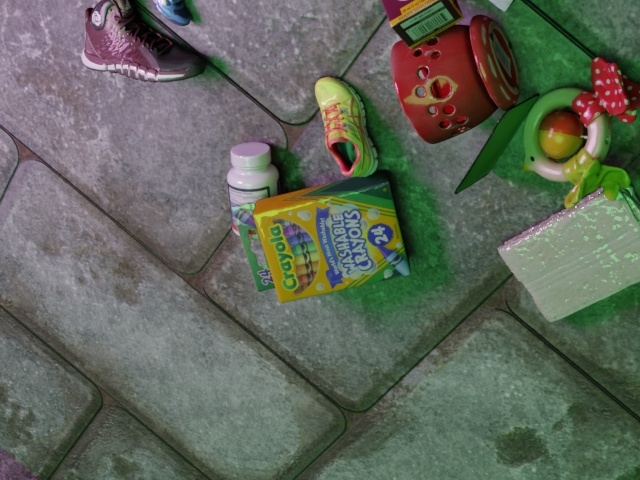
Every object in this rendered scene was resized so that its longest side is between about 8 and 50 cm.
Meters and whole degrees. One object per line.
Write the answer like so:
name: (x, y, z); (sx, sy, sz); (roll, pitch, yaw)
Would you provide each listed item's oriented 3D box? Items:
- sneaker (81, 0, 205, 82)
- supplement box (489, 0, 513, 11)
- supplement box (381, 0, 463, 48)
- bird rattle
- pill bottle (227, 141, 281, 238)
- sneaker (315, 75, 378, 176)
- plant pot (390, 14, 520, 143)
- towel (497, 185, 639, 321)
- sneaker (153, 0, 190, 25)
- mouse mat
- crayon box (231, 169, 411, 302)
sneaker: (-0.362, -0.410, 1.844); (0.282, 0.106, 0.162); (11, 118, 20)
supplement box: (0.294, -0.454, 1.438); (0.111, 0.220, 0.114); (36, 127, 4)
supplement box: (0.149, -0.428, 1.532); (0.104, 0.081, 0.188); (-27, 61, 19)
bird rattle: (0.433, -0.184, 1.576); (0.207, 0.143, 0.253); (15, 110, 43)
pill bottle: (-0.136, -0.105, 1.906); (0.108, 0.108, 0.180); (9, 120, 21)
sneaker: (0.041, -0.213, 1.761); (0.082, 0.094, 0.208); (-23, 94, 34)
plant pot: (0.235, -0.278, 1.584); (0.174, 0.191, 0.191); (-16, 109, 28)
towel: (0.489, 0.022, 1.722); (0.282, 0.049, 0.187); (-32, 99, 34)
sneaker: (-0.294, -0.483, 1.801); (0.059, 0.053, 0.144); (-27, 104, 32)
mouse mat: (0.310, -0.170, 1.634); (0.007, 0.153, 0.189); (39, 127, 17)
crayon box: (0.000, 0.000, 1.846); (0.323, 0.083, 0.203); (-13, 113, 7)
